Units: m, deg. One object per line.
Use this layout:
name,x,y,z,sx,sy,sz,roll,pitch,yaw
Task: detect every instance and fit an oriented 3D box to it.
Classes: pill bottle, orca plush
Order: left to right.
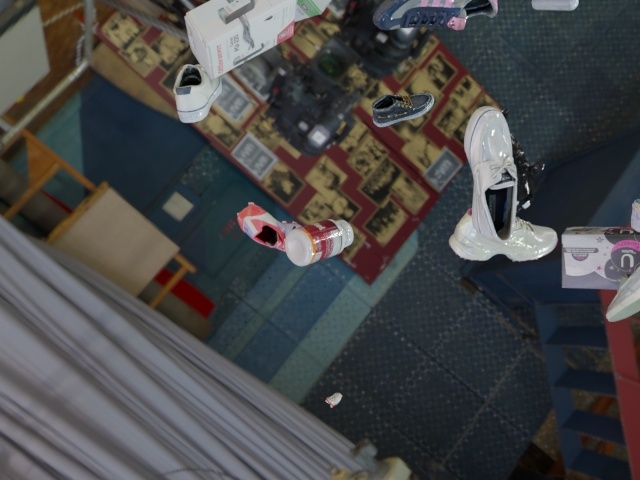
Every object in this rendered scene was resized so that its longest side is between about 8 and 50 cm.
pill bottle,0.000,0.000,1.581,0.152,0.086,0.086,-18,160,-42
orca plush,0.514,-0.200,1.782,0.102,0.287,0.151,-14,-159,16

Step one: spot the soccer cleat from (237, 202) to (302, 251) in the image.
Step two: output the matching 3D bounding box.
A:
soccer cleat,-0.097,-0.007,1.635,0.083,0.248,0.095,-40,-128,16

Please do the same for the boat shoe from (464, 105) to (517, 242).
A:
boat shoe,0.332,-0.120,1.309,0.095,0.258,0.084,-17,-158,-11

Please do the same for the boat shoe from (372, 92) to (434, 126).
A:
boat shoe,0.232,-0.380,1.955,0.183,0.065,0.083,-23,154,-1

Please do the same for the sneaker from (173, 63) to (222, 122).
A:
sneaker,-0.282,-0.366,1.616,0.258,0.094,0.091,-95,-179,-56

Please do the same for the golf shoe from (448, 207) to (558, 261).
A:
golf shoe,0.495,-0.022,1.833,0.115,0.306,0.140,-112,-155,-49

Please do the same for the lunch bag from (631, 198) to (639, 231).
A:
lunch bag,0.754,-0.054,1.595,0.083,0.071,0.053,16,-150,42

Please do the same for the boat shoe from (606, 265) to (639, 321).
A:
boat shoe,0.797,0.115,1.763,0.227,0.079,0.081,-58,-141,38

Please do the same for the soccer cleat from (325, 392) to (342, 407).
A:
soccer cleat,0.036,0.405,1.787,0.035,0.029,0.083,-47,163,0

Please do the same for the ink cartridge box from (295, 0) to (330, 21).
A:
ink cartridge box,-0.086,-0.629,1.740,0.212,0.154,0.093,11,-116,53

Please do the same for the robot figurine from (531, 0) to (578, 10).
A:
robot figurine,0.648,-0.787,1.930,0.353,0.300,0.200,8,-148,34

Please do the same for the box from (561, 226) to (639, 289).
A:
box,0.817,0.048,1.979,0.247,0.163,0.142,1,-170,24

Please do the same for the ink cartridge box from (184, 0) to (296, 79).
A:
ink cartridge box,-0.166,-0.454,1.477,0.218,0.092,0.158,-30,171,-10

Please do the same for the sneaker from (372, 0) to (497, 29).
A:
sneaker,0.290,-0.569,1.723,0.319,0.131,0.112,-23,163,-8
